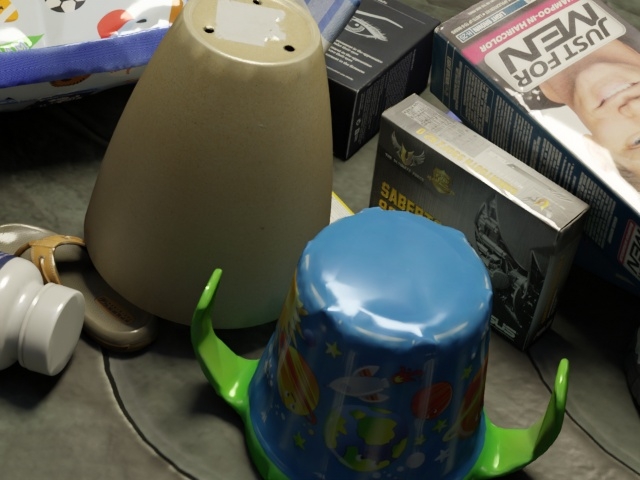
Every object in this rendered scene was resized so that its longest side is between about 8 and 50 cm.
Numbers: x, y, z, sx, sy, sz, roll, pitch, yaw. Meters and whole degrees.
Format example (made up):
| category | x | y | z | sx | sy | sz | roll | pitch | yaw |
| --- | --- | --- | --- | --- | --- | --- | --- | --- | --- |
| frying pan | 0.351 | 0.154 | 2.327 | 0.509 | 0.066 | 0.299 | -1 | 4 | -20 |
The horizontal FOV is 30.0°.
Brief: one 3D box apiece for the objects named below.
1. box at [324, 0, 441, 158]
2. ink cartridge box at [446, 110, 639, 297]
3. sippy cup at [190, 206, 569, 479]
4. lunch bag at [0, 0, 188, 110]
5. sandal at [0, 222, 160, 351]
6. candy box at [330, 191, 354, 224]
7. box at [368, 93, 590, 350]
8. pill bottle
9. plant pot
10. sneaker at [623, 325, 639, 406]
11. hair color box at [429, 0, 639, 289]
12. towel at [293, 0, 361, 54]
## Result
| category | x | y | z | sx | sy | sz | roll | pitch | yaw |
| --- | --- | --- | --- | --- | --- | --- | --- | --- | --- |
| box | 0.032 | -0.220 | 1.489 | 0.153 | 0.108 | 0.207 | 29 | 47 | 21 |
| ink cartridge box | 0.335 | -0.105 | 1.385 | 0.395 | 0.151 | 0.270 | 30 | 48 | 19 |
| sippy cup | 0.053 | 0.102 | 1.069 | 0.305 | 0.224 | 0.240 | -11 | 46 | -19 |
| lunch bag | -0.334 | -0.281 | 1.404 | 0.328 | 0.239 | 0.385 | -13 | 37 | -18 |
| sandal | -0.254 | 0.036 | 1.208 | 0.219 | 0.060 | 0.090 | 33 | 48 | 24 |
| candy box | 0.000 | 0.000 | 1.311 | 0.105 | 0.027 | 0.206 | -20 | 50 | -30 |
| box | 0.154 | -0.019 | 1.241 | 0.231 | 0.183 | 0.056 | 37 | 54 | 26 |
| pill bottle | -0.326 | 0.061 | 1.132 | 0.186 | 0.112 | 0.112 | 16 | 44 | 9 |
| plant pot | -0.092 | -0.100 | 1.164 | 0.256 | 0.274 | 0.256 | 9 | 43 | -8 |
| sneaker | 0.381 | 0.175 | 1.138 | 0.110 | 0.107 | 0.275 | 10 | 42 | -12 |
| hair color box | 0.286 | -0.121 | 1.216 | 0.174 | 0.105 | 0.347 | -32 | 60 | -18 |
| towel | -0.072 | -0.225 | 1.375 | 0.034 | 0.285 | 0.209 | 19 | 34 | -37 |
